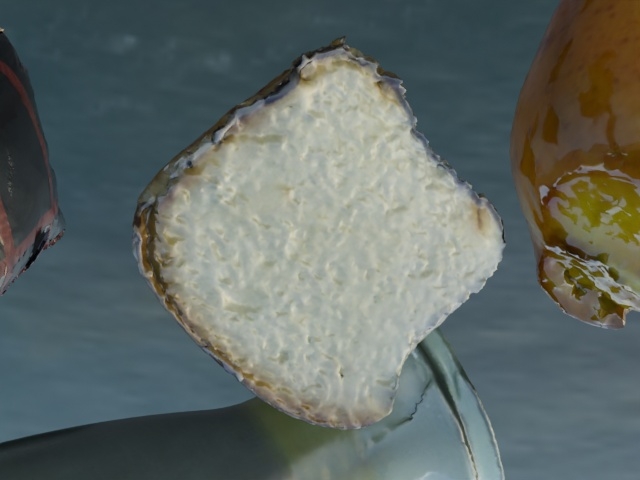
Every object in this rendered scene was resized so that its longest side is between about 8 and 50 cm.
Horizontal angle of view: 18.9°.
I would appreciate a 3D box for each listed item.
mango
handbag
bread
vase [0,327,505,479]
[{"bbox_3d":[0.236,-0.105,0.895,0.199,0.350,0.201,47,161,-17],"label":"mango"},{"bbox_3d":[-0.257,-0.026,1.233,0.155,0.215,0.169,-11,109,20],"label":"handbag"},{"bbox_3d":[0.000,0.000,0.739,0.129,0.126,0.044,47,172,-12],"label":"bread"},{"bbox_3d":[-0.078,0.141,0.906,0.321,0.173,0.173,-26,158,-15],"label":"vase"}]
